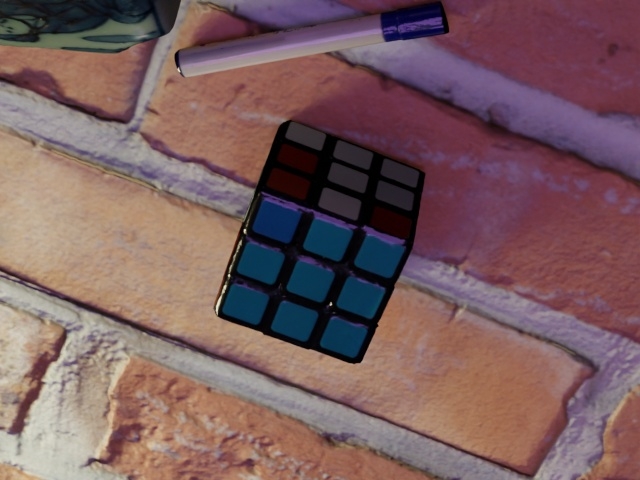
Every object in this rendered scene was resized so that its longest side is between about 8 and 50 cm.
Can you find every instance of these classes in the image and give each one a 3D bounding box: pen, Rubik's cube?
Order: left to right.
[{"bbox_3d":[-0.010,-0.194,1.350,0.269,0.033,0.033,-8,120,11],"label":"pen"},{"bbox_3d":[0.000,0.000,1.392,0.162,0.163,0.160,20,121,-2],"label":"Rubik's cube"}]

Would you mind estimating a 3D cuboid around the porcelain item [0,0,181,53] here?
[{"bbox_3d":[-0.261,-0.273,1.177,0.282,0.157,0.286,7,164,2],"label":"porcelain item"}]
